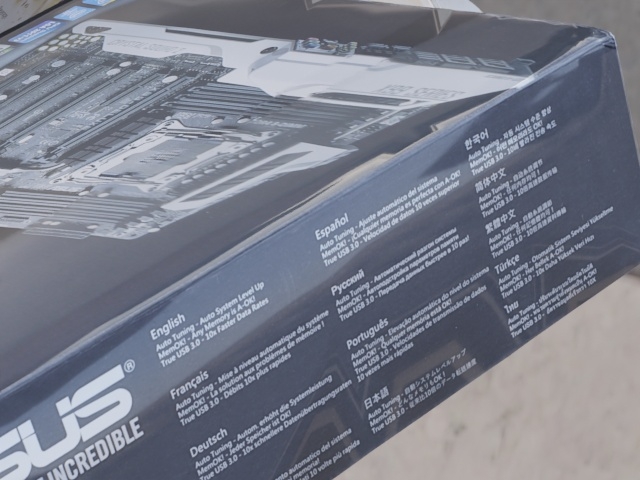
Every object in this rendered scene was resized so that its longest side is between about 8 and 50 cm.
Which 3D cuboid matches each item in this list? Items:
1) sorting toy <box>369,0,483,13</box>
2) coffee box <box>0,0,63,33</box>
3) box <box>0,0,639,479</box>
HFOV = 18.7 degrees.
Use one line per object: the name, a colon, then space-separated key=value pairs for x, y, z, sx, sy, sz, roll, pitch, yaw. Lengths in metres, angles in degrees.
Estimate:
sorting toy: x=0.055 y=-0.096 z=0.884 sx=0.075 sy=0.045 sz=0.083 roll=14 pitch=36 yaw=-35
coffee box: x=-0.209 y=-0.223 z=1.317 sx=0.119 sy=0.297 sz=0.168 roll=44 pitch=86 yaw=3
box: x=-0.097 y=0.021 z=0.555 sx=0.307 sy=0.076 sz=0.242 roll=-31 pitch=28 yaw=-30
